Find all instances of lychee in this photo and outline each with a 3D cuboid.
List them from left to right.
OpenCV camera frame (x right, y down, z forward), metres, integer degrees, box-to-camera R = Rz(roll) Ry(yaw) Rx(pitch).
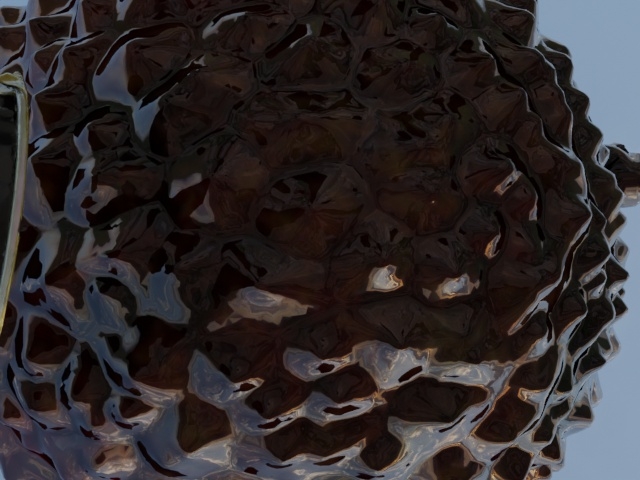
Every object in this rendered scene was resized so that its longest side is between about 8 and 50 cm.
[{"bbox_3d":[0.000,0.000,1.061,0.500,0.424,0.425,-6,-121,-23],"label":"lychee"}]

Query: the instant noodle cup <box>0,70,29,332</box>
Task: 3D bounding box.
[{"bbox_3d":[-0.196,-0.007,0.749,0.122,0.151,0.151,7,-128,-20],"label":"instant noodle cup"}]
